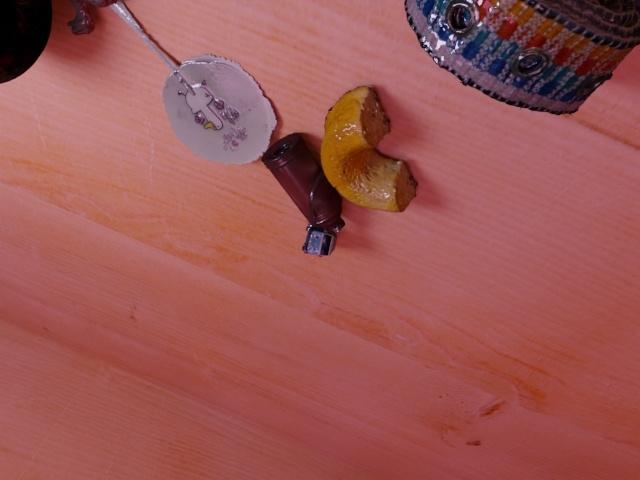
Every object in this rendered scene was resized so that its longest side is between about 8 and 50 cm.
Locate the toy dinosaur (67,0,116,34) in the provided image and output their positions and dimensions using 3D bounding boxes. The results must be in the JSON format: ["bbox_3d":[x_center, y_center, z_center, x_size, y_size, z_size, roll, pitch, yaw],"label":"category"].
[{"bbox_3d":[-0.372,-0.442,0.816,0.242,0.053,0.167,3,137,15],"label":"toy dinosaur"}]

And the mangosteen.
[{"bbox_3d":[-0.606,-0.403,0.780,0.311,0.311,0.311,13,139,11],"label":"mangosteen"}]

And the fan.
[{"bbox_3d":[-0.266,-0.309,0.925,0.233,0.012,0.414,-32,114,32],"label":"fan"}]

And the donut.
[{"bbox_3d":[0.073,-0.153,0.912,0.152,0.101,0.259,-4,138,35],"label":"donut"}]

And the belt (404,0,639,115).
[{"bbox_3d":[0.265,-0.285,0.583,0.295,0.207,0.160,26,142,-7],"label":"belt"}]

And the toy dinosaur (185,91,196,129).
[{"bbox_3d":[-0.251,-0.260,0.993,0.060,0.029,0.120,8,135,-7],"label":"toy dinosaur"}]

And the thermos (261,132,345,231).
[{"bbox_3d":[-0.023,-0.105,0.998,0.124,0.099,0.232,0,137,44],"label":"thermos"}]

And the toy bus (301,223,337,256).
[{"bbox_3d":[0.000,0.000,1.085,0.074,0.123,0.060,12,98,1],"label":"toy bus"}]
